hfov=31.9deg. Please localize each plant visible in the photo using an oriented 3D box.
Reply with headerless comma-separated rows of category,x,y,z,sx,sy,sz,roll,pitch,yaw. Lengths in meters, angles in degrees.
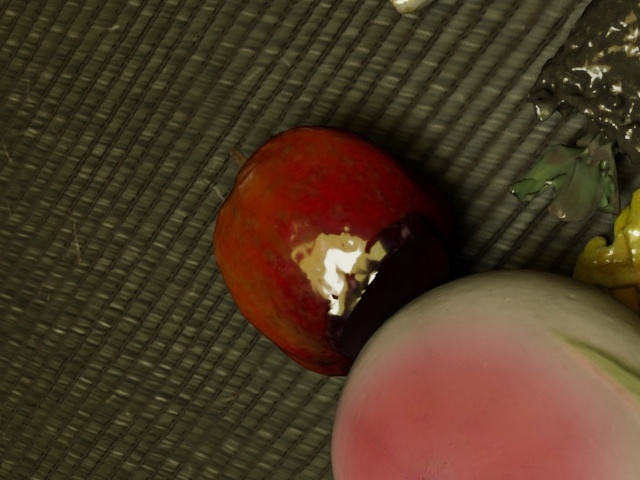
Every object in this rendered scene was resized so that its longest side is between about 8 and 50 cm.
plant,0.240,-0.110,0.928,0.131,0.142,0.203,27,98,9

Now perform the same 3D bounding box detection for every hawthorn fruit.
hawthorn fruit,0.000,0.000,1.011,0.250,0.215,0.215,38,111,13

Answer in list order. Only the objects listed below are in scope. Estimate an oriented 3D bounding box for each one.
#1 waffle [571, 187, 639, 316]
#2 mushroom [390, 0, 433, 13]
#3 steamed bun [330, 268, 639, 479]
waffle,0.350,0.098,0.927,0.325,0.068,0.302,38,113,23
mushroom,0.126,-0.294,0.980,0.094,0.072,0.210,46,109,10
steamed bun,0.137,0.168,0.850,0.309,0.309,0.309,4,99,24
